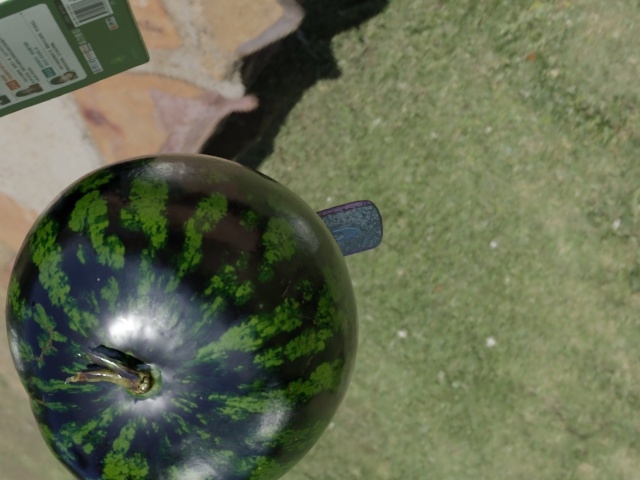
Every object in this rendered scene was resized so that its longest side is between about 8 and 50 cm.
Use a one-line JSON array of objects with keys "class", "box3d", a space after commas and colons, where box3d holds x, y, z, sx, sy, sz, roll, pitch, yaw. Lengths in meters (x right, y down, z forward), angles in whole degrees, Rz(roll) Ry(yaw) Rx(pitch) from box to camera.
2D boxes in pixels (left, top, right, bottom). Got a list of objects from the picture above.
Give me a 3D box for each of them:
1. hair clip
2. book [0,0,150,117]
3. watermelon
[{"class": "hair clip", "box3d": [0.000, 0.000, 1.092, 0.022, 0.137, 0.054, 21, 127, 60]}, {"class": "book", "box3d": [-0.274, -0.139, 0.877, 0.202, 0.264, 0.027, 95, 152, -79]}, {"class": "watermelon", "box3d": [-0.097, 0.067, 0.817, 0.269, 0.269, 0.269, 21, 140, 19]}]
